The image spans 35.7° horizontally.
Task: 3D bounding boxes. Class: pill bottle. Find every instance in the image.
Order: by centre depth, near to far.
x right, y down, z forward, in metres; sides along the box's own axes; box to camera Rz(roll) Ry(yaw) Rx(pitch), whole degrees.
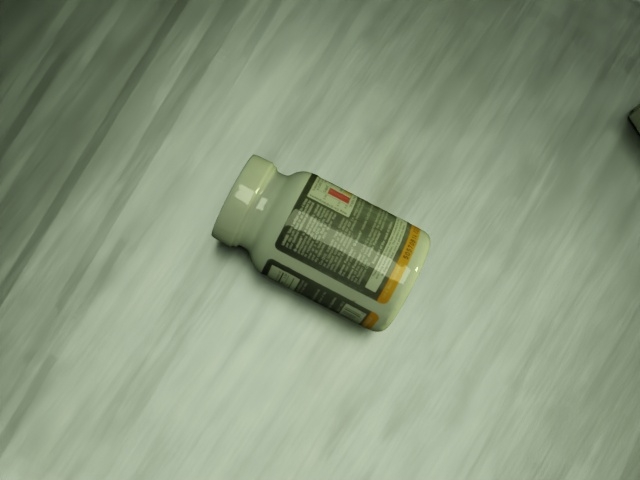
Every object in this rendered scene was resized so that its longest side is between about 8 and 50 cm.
[{"bbox_3d":[0.000,0.000,1.389,0.278,0.162,0.162,28,78,-1],"label":"pill bottle"}]

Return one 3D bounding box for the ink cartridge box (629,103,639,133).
[{"bbox_3d":[0.638,-0.140,1.503,0.201,0.117,0.278,-30,84,-10],"label":"ink cartridge box"}]
